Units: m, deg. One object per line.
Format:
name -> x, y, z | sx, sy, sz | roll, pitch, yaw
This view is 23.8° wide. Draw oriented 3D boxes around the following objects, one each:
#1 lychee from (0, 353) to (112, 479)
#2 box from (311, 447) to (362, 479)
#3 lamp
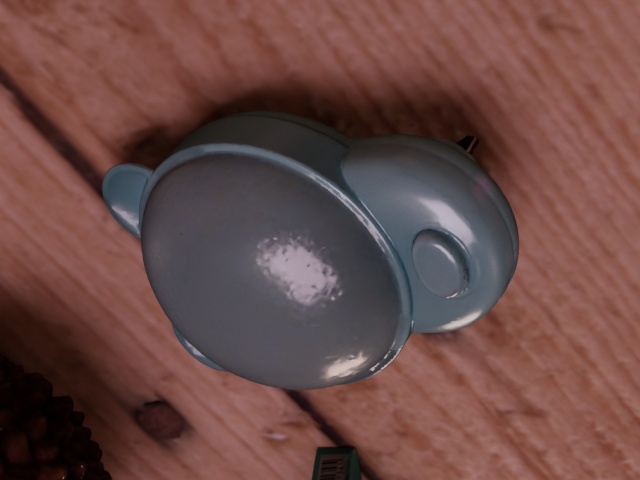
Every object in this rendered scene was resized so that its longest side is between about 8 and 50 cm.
lychee -> -0.297, 0.236, 1.155 | 0.306, 0.306, 0.330 | 18, 160, -7
box -> 0.010, 0.303, 1.215 | 0.041, 0.229, 0.162 | -2, 128, 10
lamp -> -0.003, 0.008, 1.040 | 0.284, 0.147, 0.209 | -14, 122, 17
